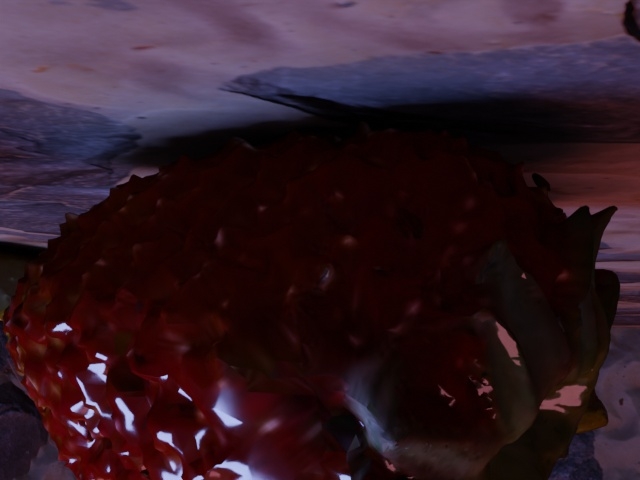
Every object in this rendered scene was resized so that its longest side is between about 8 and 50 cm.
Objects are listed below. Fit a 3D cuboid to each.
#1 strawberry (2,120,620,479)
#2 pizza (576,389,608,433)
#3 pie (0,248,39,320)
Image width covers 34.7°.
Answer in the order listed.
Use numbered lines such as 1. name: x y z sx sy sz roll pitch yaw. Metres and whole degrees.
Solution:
1. strawberry: -0.012 0.048 0.596 0.343 0.292 0.292 26 -174 30
2. pizza: 0.105 0.045 0.728 0.200 0.193 0.053 2 145 18
3. pie: -0.432 0.053 1.258 0.315 0.092 0.315 8 173 1
